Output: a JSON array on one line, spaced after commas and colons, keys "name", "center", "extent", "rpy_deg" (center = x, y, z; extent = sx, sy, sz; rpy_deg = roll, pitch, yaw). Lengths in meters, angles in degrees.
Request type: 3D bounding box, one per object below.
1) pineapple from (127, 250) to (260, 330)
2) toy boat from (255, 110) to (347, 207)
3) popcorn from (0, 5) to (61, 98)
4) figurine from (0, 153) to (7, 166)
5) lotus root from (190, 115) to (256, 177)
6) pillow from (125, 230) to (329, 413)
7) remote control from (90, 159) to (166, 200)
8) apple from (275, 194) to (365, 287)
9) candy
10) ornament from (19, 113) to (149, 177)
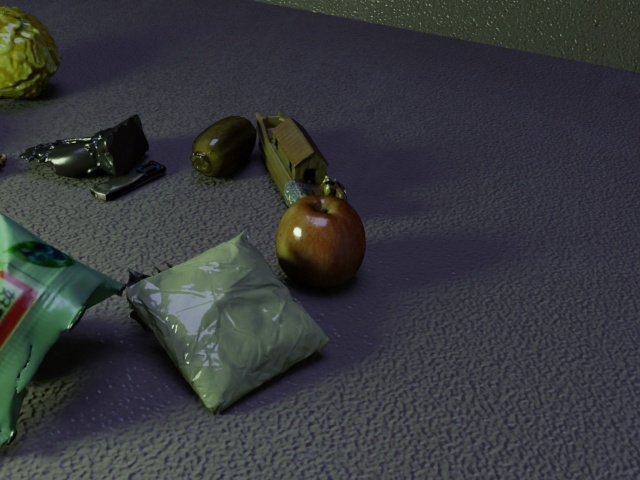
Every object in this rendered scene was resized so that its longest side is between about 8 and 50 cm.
[{"name": "pineapple", "center": [-0.240, 0.090, 1.628], "extent": [0.277, 0.119, 0.130], "rpy_deg": [-9, 79, -22]}, {"name": "toy boat", "center": [-0.069, -0.203, 2.073], "extent": [0.135, 0.162, 0.445], "rpy_deg": [-8, 35, -18]}, {"name": "popcorn", "center": [-0.876, -0.516, 2.353], "extent": [0.282, 0.247, 0.282], "rpy_deg": [-11, 30, 6]}, {"name": "figurine", "center": [-0.815, -0.185, 2.005], "extent": [0.101, 0.068, 0.143], "rpy_deg": [7, 19, -7]}, {"name": "lotus root", "center": [-0.241, -0.240, 2.133], "extent": [0.123, 0.124, 0.241], "rpy_deg": [-2, 27, 22]}, {"name": "pillow", "center": [-0.162, 0.134, 1.511], "extent": [0.274, 0.076, 0.281], "rpy_deg": [-28, 69, -33]}, {"name": "remote control", "center": [-0.462, -0.147, 2.036], "extent": [0.059, 0.028, 0.212], "rpy_deg": [25, 36, 25]}, {"name": "apple", "center": [0.000, 0.000, 1.750], "extent": [0.188, 0.174, 0.188], "rpy_deg": [2, 32, -1]}, {"name": "candy", "center": [-0.525, 0.148, 1.351], "extent": [0.263, 0.172, 0.398], "rpy_deg": [31, 57, 1]}, {"name": "ornament", "center": [-0.589, -0.227, 2.088], "extent": [0.260, 0.106, 0.251], "rpy_deg": [-3, 23, 15]}]
